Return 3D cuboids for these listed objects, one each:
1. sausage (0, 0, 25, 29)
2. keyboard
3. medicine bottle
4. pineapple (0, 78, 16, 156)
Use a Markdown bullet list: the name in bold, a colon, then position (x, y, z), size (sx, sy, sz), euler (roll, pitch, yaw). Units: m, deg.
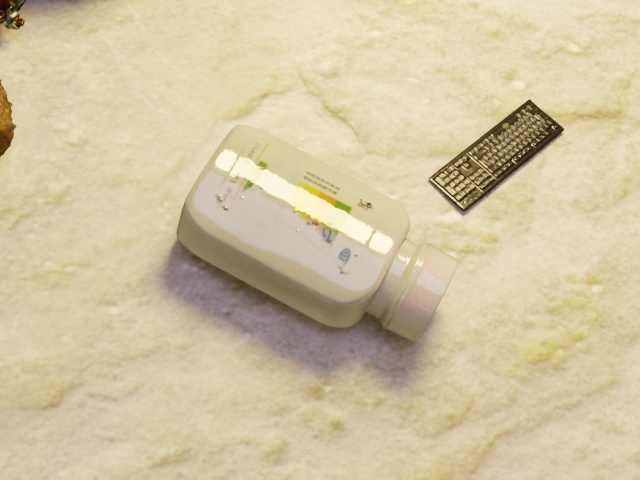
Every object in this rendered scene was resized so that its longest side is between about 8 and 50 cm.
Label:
- **sausage**: position (-0.453, -0.393, 1.686), size (0.082, 0.082, 0.371), euler (-28, 71, -26)
- **keyboard**: position (0.219, -0.107, 1.731), size (0.063, 0.010, 0.198), euler (44, 60, 14)
- **medicine bottle**: position (0.000, 0.000, 1.555), size (0.296, 0.111, 0.161), euler (30, 58, 3)
- **pineapple**: position (-0.409, -0.196, 1.560), size (0.111, 0.119, 0.237), euler (-2, 59, -31)
